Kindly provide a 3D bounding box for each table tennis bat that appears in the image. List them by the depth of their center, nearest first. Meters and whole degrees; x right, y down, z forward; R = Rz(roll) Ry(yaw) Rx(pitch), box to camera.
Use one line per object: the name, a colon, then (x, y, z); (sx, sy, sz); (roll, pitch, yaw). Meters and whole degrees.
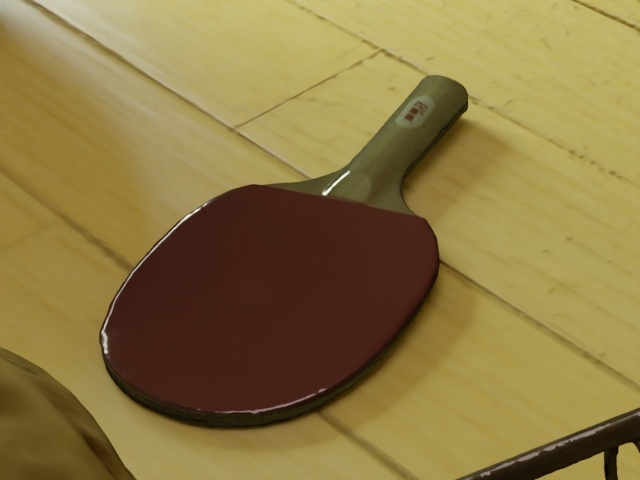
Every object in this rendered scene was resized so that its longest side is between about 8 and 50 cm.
table tennis bat: (0.000, 0.000, 0.895); (0.138, 0.022, 0.246); (15, 45, 30)

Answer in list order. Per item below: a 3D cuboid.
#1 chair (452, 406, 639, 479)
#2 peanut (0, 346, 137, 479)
chair: (0.076, 0.113, 0.664); (0.221, 0.104, 0.095); (-11, 53, -5)
peanut: (-0.107, 0.163, 0.573); (0.192, 0.169, 0.387); (-27, 39, -12)
